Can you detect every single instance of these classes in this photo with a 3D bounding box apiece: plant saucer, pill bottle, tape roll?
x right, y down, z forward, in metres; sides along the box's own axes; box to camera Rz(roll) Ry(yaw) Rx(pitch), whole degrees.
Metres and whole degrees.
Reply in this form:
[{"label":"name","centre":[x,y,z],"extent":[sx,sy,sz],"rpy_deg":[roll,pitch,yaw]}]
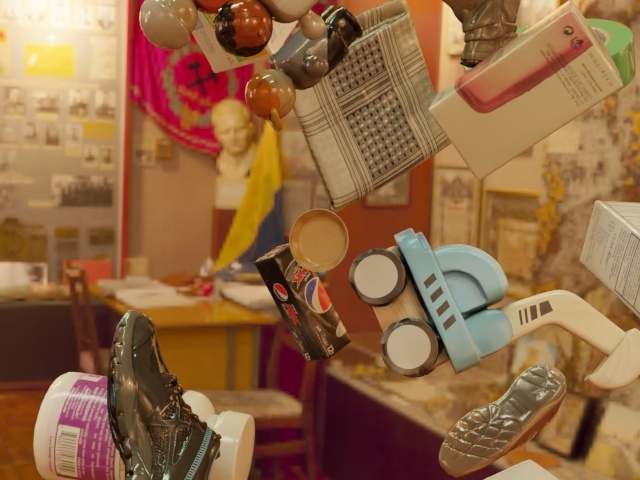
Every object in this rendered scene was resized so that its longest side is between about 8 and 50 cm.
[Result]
[{"label":"plant saucer","centre":[0.000,0.000,1.306],"extent":[0.083,0.084,0.015],"rpy_deg":[5,1,21]},{"label":"pill bottle","centre":[-0.258,0.300,1.491],"extent":[0.301,0.169,0.169],"rpy_deg":[8,6,8]},{"label":"tape roll","centre":[0.438,-0.339,1.916],"extent":[0.321,0.077,0.321],"rpy_deg":[-11,27,6]}]

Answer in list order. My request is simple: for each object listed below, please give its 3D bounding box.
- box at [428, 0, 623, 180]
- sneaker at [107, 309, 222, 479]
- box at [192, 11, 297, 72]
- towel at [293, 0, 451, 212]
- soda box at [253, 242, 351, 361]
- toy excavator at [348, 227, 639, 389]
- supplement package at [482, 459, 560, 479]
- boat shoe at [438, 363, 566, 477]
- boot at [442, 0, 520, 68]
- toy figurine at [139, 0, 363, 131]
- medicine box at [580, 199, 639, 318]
[{"label":"box","centre":[0.285,-0.210,1.383],"extent":[0.232,0.127,0.148],"rpy_deg":[-34,8,21]},{"label":"sneaker","centre":[-0.212,0.259,1.354],"extent":[0.139,0.341,0.125],"rpy_deg":[-5,-19,-18]},{"label":"box","centre":[-0.094,-0.339,1.376],"extent":[0.103,0.114,0.203],"rpy_deg":[-9,37,31]},{"label":"towel","centre":[0.092,-0.261,1.860],"extent":[0.312,0.324,0.056],"rpy_deg":[-30,20,-22]},{"label":"soda box","centre":[-0.025,0.088,1.424],"extent":[0.053,0.169,0.060],"rpy_deg":[-34,11,-35]},{"label":"toy excavator","centre":[0.328,0.138,1.867],"extent":[0.445,0.433,0.222],"rpy_deg":[-25,-12,4]},{"label":"supplement package","centre":[0.208,0.314,0.817],"extent":[0.133,0.139,0.244],"rpy_deg":[-12,30,-35]},{"label":"boat shoe","centre":[0.397,0.401,2.114],"extent":[0.324,0.116,0.123],"rpy_deg":[-34,49,-7]},{"label":"boot","centre":[0.232,-0.351,1.557],"extent":[0.246,0.161,0.083],"rpy_deg":[-4,6,-35]},{"label":"toy figurine","centre":[-0.079,-0.223,0.898],"extent":[0.209,0.148,0.213],"rpy_deg":[42,-10,14]},{"label":"medicine box","centre":[0.714,0.042,1.997],"extent":[0.263,0.149,0.289],"rpy_deg":[3,25,-15]}]
